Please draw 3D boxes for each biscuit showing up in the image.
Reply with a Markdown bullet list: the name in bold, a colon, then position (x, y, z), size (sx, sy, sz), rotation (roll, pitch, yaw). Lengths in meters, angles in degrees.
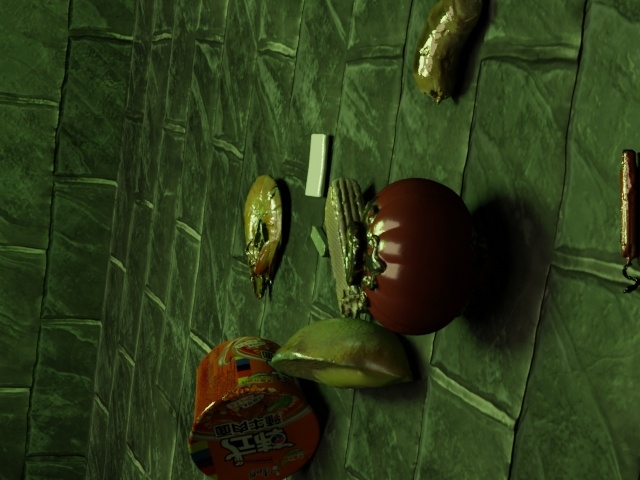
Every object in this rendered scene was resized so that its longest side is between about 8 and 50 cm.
- **biscuit**: position (0.053, 0.015, 1.883), size (0.108, 0.061, 0.239), rotation (105, 160, -59)

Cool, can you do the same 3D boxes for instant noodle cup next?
- **instant noodle cup**: position (-0.137, 0.319, 2.076), size (0.192, 0.250, 0.250), rotation (-108, 31, -55)

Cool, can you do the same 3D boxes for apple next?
- **apple**: position (0.025, 0.183, 1.793), size (0.265, 0.193, 0.120), rotation (154, 128, -66)

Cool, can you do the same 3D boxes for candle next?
- **candle**: position (0.362, -0.022, 1.259), size (0.026, 0.021, 0.168), rotation (66, -155, -85)

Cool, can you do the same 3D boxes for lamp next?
- **lamp**: position (0.141, 0.023, 1.531), size (0.227, 0.226, 0.227), rotation (-176, 90, -66)

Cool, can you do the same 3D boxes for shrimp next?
- **shrimp**: position (-0.118, -0.007, 2.297), size (0.145, 0.061, 0.267), rotation (10, 93, 57)

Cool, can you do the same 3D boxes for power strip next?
- **power strip**: position (0.000, 0.000, 2.073), size (0.083, 0.017, 0.027), rotation (-116, 39, -48)

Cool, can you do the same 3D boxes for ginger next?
- **ginger**: position (0.190, -0.302, 1.634), size (0.095, 0.068, 0.190), rotation (35, 120, 38)

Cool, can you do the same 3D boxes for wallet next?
- **wallet**: position (-0.004, -0.147, 2.098), size (0.061, 0.025, 0.122), rotation (-167, 82, -68)
